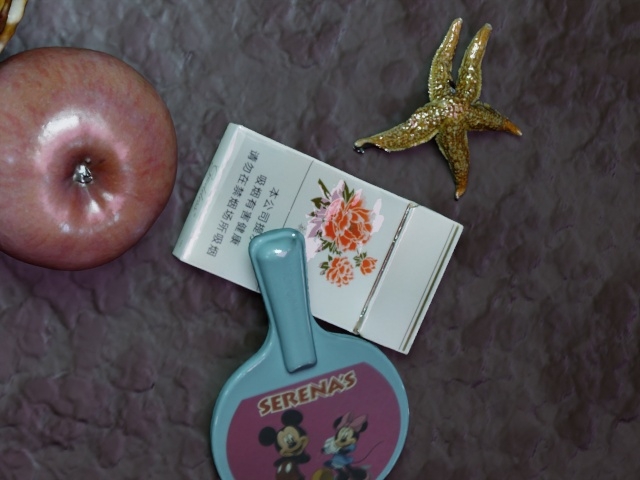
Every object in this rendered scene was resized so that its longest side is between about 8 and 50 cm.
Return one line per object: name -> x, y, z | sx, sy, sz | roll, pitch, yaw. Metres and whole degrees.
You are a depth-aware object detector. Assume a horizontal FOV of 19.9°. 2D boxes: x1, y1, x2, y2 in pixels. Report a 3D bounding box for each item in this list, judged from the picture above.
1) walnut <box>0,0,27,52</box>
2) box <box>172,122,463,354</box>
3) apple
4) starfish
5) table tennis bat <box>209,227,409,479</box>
walnut -> -0.251, -0.155, 1.173 | 0.116, 0.116, 0.207 | 24, 110, -22
box -> 0.000, 0.000, 1.350 | 0.198, 0.029, 0.109 | 23, 91, -22
apple -> -0.169, -0.054, 1.228 | 0.153, 0.120, 0.153 | -4, 101, -20
starfish -> 0.089, -0.087, 1.362 | 0.130, 0.041, 0.133 | -23, 106, -14
table tennis bat -> -0.014, 0.101, 1.342 | 0.153, 0.040, 0.244 | -15, 117, -12
